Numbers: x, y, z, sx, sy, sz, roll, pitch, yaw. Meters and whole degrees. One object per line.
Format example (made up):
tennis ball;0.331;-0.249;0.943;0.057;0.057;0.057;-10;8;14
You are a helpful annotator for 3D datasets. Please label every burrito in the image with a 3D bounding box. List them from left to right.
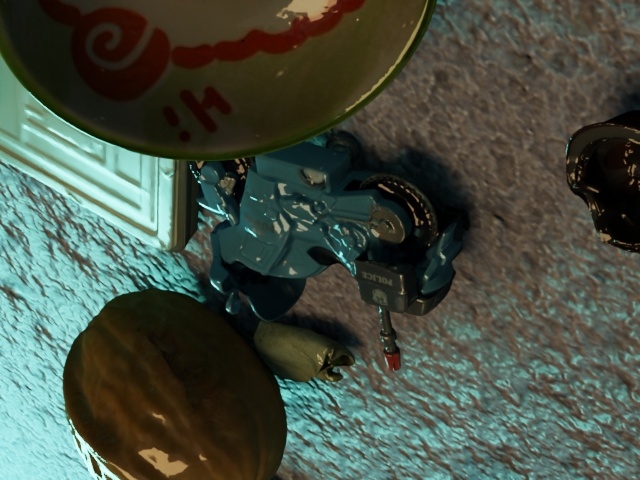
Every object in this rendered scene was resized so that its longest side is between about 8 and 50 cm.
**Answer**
burrito;-0.012;0.113;1.756;0.118;0.044;0.074;3;138;44

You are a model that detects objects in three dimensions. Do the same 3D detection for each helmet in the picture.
helmet;0.236;-0.051;1.288;0.098;0.070;0.123;-4;122;39

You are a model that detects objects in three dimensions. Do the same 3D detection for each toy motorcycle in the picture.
toy motorcycle;0.000;0.000;1.540;0.272;0.123;0.182;16;131;31

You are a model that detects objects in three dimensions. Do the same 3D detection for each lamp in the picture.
lamp;-0.228;-0.128;1.664;0.266;0.047;0.269;29;147;14

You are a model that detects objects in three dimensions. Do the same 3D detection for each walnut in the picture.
walnut;-0.153;0.171;1.813;0.261;0.225;0.225;43;151;24

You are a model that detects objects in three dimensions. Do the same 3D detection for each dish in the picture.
dish;-0.081;-0.219;1.283;0.324;0.124;0.324;-5;133;-5
